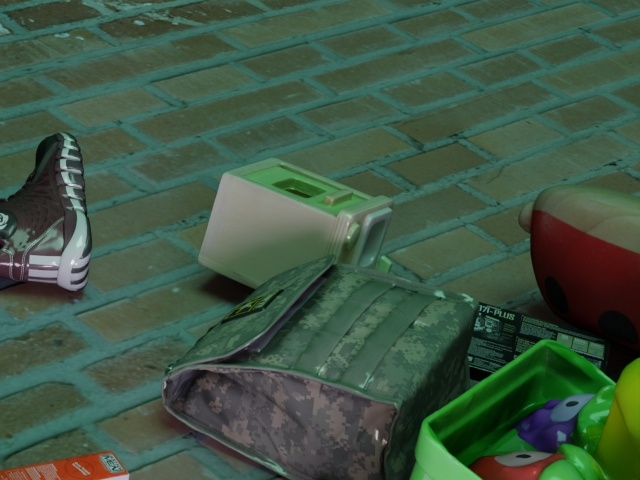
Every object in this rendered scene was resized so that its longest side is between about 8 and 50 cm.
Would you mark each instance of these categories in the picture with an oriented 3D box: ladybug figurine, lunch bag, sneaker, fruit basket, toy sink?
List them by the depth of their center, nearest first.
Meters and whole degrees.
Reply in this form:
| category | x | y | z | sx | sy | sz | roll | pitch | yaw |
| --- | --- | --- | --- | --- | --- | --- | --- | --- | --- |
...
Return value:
| category | x | y | z | sx | sy | sz | roll | pitch | yaw |
| --- | --- | --- | --- | --- | --- | --- | --- | --- | --- |
| fruit basket | 0.276 | 0.200 | 1.879 | 0.283 | 0.392 | 0.392 | 39 | 36 | 14 |
| lunch bag | -0.003 | 0.134 | 2.156 | 0.287 | 0.169 | 0.235 | 15 | 32 | 21 |
| ladybug figurine | 0.431 | 0.072 | 2.372 | 0.449 | 0.162 | 0.305 | 24 | -6 | 22 |
| toy sink | 0.000 | 0.000 | 2.388 | 0.234 | 0.131 | 0.153 | 23 | 17 | 18 |
| sneaker | -0.366 | -0.045 | 2.391 | 0.162 | 0.106 | 0.281 | 1 | 32 | -14 |

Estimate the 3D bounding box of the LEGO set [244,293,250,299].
| category | x | y | z | sx | sy | sz | roll | pitch | yaw |
| --- | --- | --- | --- | --- | --- | --- | --- | --- | --- |
| LEGO set | -0.068 | 0.076 | 2.371 | 0.054 | 0.023 | 0.083 | 15 | 29 | 4 |

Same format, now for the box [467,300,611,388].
| category | x | y | z | sx | sy | sz | roll | pitch | yaw |
| --- | --- | --- | --- | --- | --- | --- | --- | --- | --- |
| box | 0.232 | 0.154 | 2.294 | 0.180 | 0.077 | 0.147 | 15 | 29 | 5 |

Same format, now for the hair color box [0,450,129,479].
| category | x | y | z | sx | sy | sz | roll | pitch | yaw |
| --- | --- | --- | --- | --- | --- | --- | --- | --- | --- |
| hair color box | -0.261 | 0.254 | 1.937 | 0.141 | 0.072 | 0.043 | -8 | 35 | -32 |
